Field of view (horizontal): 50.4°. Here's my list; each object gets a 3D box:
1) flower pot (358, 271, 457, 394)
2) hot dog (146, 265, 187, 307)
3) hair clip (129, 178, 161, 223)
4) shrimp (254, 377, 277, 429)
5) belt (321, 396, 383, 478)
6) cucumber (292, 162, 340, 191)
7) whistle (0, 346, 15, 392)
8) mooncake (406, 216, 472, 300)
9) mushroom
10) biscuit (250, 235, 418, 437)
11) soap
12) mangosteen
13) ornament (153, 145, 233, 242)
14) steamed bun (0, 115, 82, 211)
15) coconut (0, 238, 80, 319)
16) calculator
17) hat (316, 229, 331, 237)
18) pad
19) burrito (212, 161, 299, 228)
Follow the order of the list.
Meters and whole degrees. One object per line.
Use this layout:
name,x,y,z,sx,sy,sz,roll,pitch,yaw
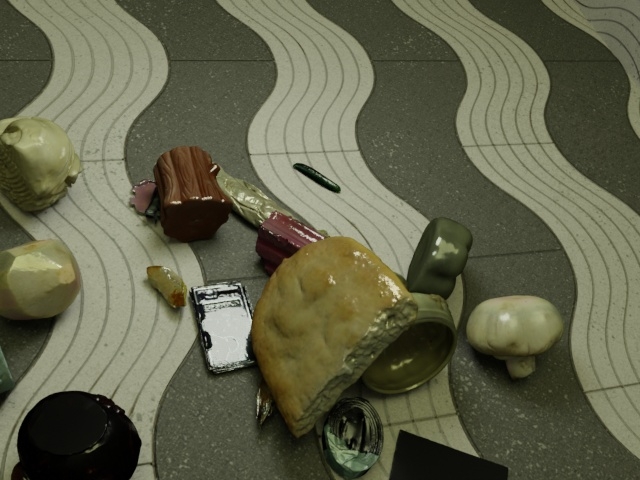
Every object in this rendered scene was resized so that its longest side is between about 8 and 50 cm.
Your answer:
flower pot,0.190,0.228,1.810,0.308,0.307,0.244,-10,41,-20
hot dog,-0.412,0.126,1.880,0.078,0.061,0.169,-48,67,7
hair clip,-0.507,-0.124,2.072,0.146,0.056,0.187,5,43,-8
shrimp,-0.075,0.376,1.773,0.169,0.058,0.295,18,47,-1
belt,0.078,0.493,1.698,0.151,0.078,0.198,8,52,-9
cucumber,-0.010,-0.213,2.263,0.184,0.036,0.033,34,60,12
whistle,-0.862,0.235,1.607,0.168,0.188,0.404,-22,60,-27
mooncake,0.347,0.062,1.988,0.135,0.275,0.274,23,51,1
mushroom,0.551,0.275,1.922,0.260,0.234,0.254,-3,6,32
biscuit,0.000,0.184,1.701,0.104,0.429,0.446,33,18,-44
soap,-0.047,0.057,1.949,0.289,0.182,0.112,30,50,17
mangosteen,-0.541,0.466,1.472,0.288,0.233,0.287,4,48,-4
ornament,-0.380,-0.147,1.985,0.221,0.235,0.217,-28,60,14
steamed bun,-0.800,-0.234,1.929,0.276,0.289,0.203,36,49,19
coconut,-0.721,0.102,1.716,0.237,0.237,0.197,-11,97,-21
calculator,-0.254,0.231,1.858,0.166,0.028,0.274,-8,55,-19
hat,0.000,0.000,2.083,0.076,0.059,0.077,-29,59,-36
pad,0.321,0.613,1.707,0.300,0.005,0.202,19,50,2
burrito,-0.223,-0.123,2.114,0.392,0.076,0.117,34,52,14
